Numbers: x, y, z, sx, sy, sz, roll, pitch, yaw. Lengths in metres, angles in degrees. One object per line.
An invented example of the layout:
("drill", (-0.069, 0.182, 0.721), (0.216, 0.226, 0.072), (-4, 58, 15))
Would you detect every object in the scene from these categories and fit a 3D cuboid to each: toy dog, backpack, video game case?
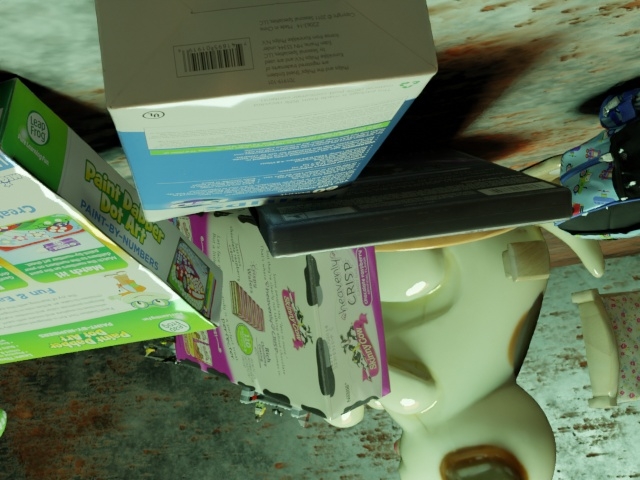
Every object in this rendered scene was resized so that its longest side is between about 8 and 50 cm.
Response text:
("toy dog", (0.192, 0.163, 1.259), (0.395, 0.408, 0.284), (-10, 173, 14))
("backpack", (0.277, -0.062, 0.772), (0.158, 0.117, 0.173), (-3, 170, -37))
("video game case", (0.044, -0.037, 0.719), (0.196, 0.026, 0.274), (-7, -169, -8))

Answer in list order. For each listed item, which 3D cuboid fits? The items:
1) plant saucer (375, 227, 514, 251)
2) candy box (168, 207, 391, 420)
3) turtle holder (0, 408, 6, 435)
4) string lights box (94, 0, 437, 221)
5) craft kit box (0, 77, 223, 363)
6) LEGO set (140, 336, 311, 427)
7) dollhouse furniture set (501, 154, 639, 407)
("plant saucer", (0.099, -0.033, 0.903), (0.200, 0.037, 0.200), (-8, -167, 2))
("candy box", (-0.048, 0.045, 0.815), (0.071, 0.159, 0.233), (-17, -163, -36))
("turtle holder", (-0.491, 0.180, 1.044), (0.243, 0.320, 0.227), (0, 146, -9))
("string lights box", (-0.038, -0.073, 0.496), (0.133, 0.077, 0.260), (-7, 173, -9))
("craft kit box", (-0.232, 0.009, 0.641), (0.250, 0.061, 0.246), (-10, 146, 19))
("LEGO set", (-0.088, 0.169, 1.447), (0.331, 0.192, 0.255), (11, 180, 15))
("dollhouse furniture set", (0.373, 0.082, 1.060), (0.303, 0.355, 0.174), (-5, 171, -22))
